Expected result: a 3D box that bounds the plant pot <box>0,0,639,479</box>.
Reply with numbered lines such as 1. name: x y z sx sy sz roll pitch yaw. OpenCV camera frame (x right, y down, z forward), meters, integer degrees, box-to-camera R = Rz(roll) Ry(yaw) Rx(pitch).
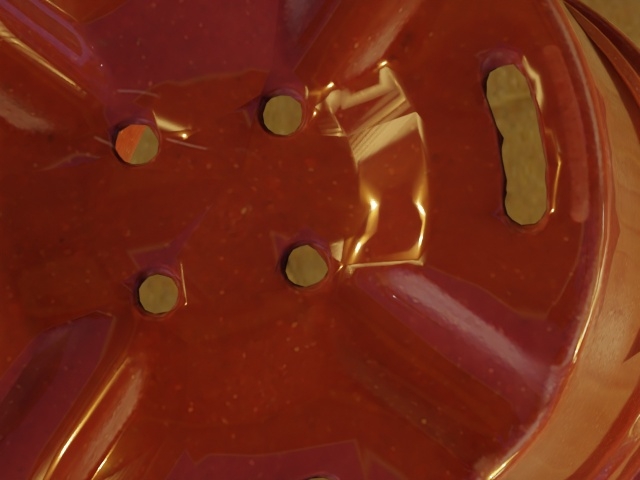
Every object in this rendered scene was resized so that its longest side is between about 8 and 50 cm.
1. plant pot: 0.000 0.000 0.522 0.272 0.272 0.265 -12 172 12
